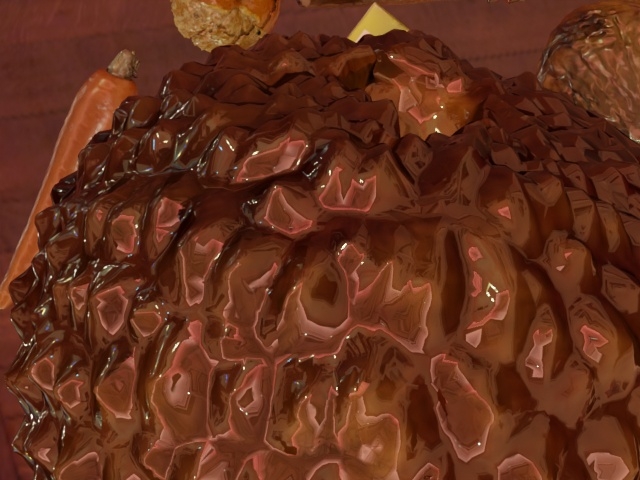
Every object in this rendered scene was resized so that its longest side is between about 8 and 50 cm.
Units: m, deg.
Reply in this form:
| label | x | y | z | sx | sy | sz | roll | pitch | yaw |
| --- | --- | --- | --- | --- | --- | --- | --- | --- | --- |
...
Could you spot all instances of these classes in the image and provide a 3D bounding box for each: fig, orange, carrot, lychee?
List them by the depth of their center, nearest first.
| label | x | y | z | sx | sy | sz | roll | pitch | yaw |
| --- | --- | --- | --- | --- | --- | --- | --- | --- | --- |
| lychee | 0.013 | 0.061 | 0.440 | 0.267 | 0.267 | 0.268 | -3 | 116 | -6 |
| carrot | -0.280 | -0.062 | 1.382 | 0.069 | 0.069 | 0.336 | 24 | 104 | -17 |
| orange | -0.128 | -0.317 | 1.608 | 0.156 | 0.134 | 0.157 | -5 | 106 | -19 |
| fig | 0.500 | -0.226 | 1.972 | 0.286 | 0.369 | 0.286 | -3 | 116 | -6 |

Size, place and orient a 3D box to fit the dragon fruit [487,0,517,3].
| label | x | y | z | sx | sy | sz | roll | pitch | yaw |
| --- | --- | --- | --- | --- | --- | --- | --- | --- | --- |
| dragon fruit | 0.222 | -0.332 | 1.433 | 0.130 | 0.142 | 0.121 | 4 | 111 | -26 |

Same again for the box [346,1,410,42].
| label | x | y | z | sx | sy | sz | roll | pitch | yaw |
| --- | --- | --- | --- | --- | --- | --- | --- | --- | --- |
| box | 0.022 | -0.172 | 1.436 | 0.062 | 0.260 | 0.175 | 38 | 91 | -4 |

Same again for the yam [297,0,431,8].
| label | x | y | z | sx | sy | sz | roll | pitch | yaw |
| --- | --- | --- | --- | --- | --- | --- | --- | --- | --- |
| yam | 0.093 | -0.322 | 1.580 | 0.263 | 0.046 | 0.046 | -8 | 118 | -27 |
